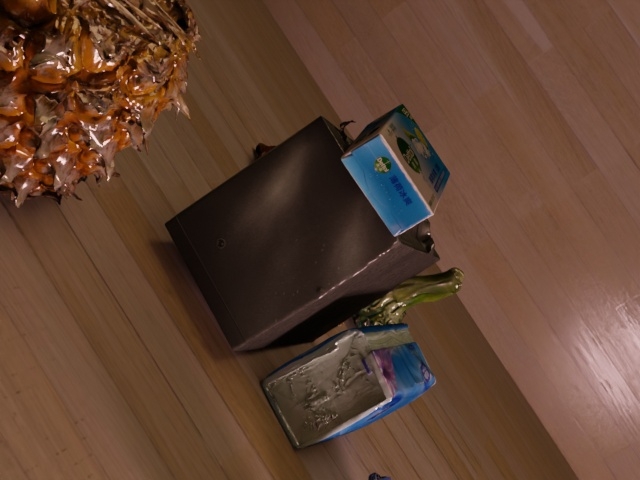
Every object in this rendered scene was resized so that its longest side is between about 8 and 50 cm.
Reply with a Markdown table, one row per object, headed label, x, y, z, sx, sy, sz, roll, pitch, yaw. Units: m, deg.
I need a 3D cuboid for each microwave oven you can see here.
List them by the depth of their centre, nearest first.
| label | x | y | z | sx | sy | sz | roll | pitch | yaw |
| --- | --- | --- | --- | --- | --- | --- | --- | --- | --- |
| microwave oven | 0.000 | 0.000 | 1.492 | 0.236 | 0.374 | 0.432 | 58 | 12 | 12 |

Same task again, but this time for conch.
| label | x | y | z | sx | sy | sz | roll | pitch | yaw |
| --- | --- | --- | --- | --- | --- | --- | --- | --- | --- |
| conch | -0.114 | -0.168 | 2.011 | 0.080 | 0.086 | 0.232 | -13 | 48 | -31 |

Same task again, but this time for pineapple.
| label | x | y | z | sx | sy | sz | roll | pitch | yaw |
| --- | --- | --- | --- | --- | --- | --- | --- | --- | --- |
| pineapple | -0.322 | -0.230 | 1.048 | 0.352 | 0.300 | 0.352 | 29 | 46 | -35 |

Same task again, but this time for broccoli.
| label | x | y | z | sx | sy | sz | roll | pitch | yaw |
| --- | --- | --- | --- | --- | --- | --- | --- | --- | --- |
| broccoli | 0.177 | 0.094 | 1.966 | 0.177 | 0.275 | 0.198 | 18 | 40 | -60 |

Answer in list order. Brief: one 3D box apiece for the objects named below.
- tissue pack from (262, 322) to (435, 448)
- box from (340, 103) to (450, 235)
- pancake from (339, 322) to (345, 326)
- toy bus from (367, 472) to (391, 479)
| label | x | y | z | sx | sy | sz | roll | pitch | yaw |
| --- | --- | --- | --- | --- | --- | --- | --- | --- | --- |
| tissue pack | 0.056 | 0.241 | 1.470 | 0.146 | 0.198 | 0.263 | 63 | 18 | 15 |
| box | 0.115 | -0.109 | 1.278 | 0.139 | 0.073 | 0.194 | 55 | 25 | -10 |
| pancake | -0.024 | 0.068 | 1.882 | 0.266 | 0.057 | 0.244 | 60 | 7 | 1 |
| toy bus | 0.063 | 0.428 | 1.335 | 0.094 | 0.079 | 0.236 | 60 | 17 | 9 |
